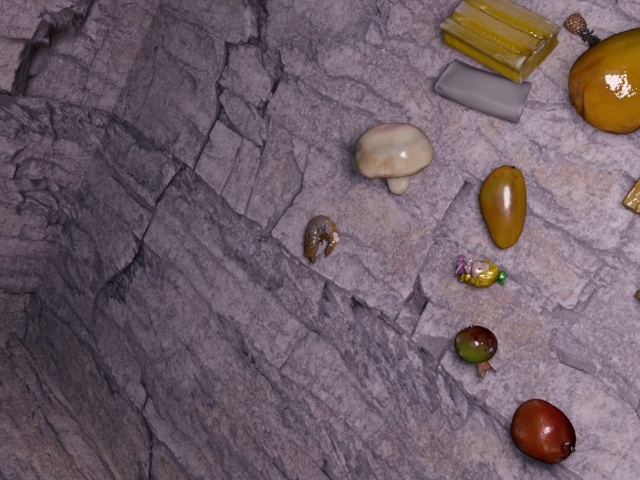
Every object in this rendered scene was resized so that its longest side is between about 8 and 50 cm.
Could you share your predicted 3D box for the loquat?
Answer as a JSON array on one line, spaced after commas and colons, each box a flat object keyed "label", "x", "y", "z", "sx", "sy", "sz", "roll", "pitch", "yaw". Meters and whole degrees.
[{"label": "loquat", "x": 0.803, "y": -0.422, "z": 1.538, "sx": 0.284, "sy": 0.276, "sz": 0.275, "roll": -41, "pitch": 65, "yaw": 35}]

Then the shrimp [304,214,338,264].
[{"label": "shrimp", "x": -0.003, "y": -0.001, "z": 2.150, "sx": 0.133, "sy": 0.052, "sz": 0.187, "roll": 10, "pitch": 88, "yaw": 33}]

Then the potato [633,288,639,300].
[{"label": "potato", "x": 0.909, "y": 0.176, "z": 1.519, "sx": 0.101, "sy": 0.089, "sz": 0.172, "roll": -43, "pitch": 63, "yaw": 20}]

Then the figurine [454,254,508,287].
[{"label": "figurine", "x": 0.495, "y": 0.109, "z": 1.810, "sx": 0.157, "sy": 0.114, "sz": 0.094, "roll": 9, "pitch": 56, "yaw": 15}]

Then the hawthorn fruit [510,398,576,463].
[{"label": "hawthorn fruit", "x": 0.620, "y": 0.532, "z": 1.615, "sx": 0.188, "sy": 0.169, "sz": 0.168, "roll": -155, "pitch": 78, "yaw": -74}]

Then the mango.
[{"label": "mango", "x": 0.549, "y": -0.100, "z": 1.769, "sx": 0.139, "sy": 0.113, "sz": 0.253, "roll": 0, "pitch": 93, "yaw": 29}]

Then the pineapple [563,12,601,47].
[{"label": "pineapple", "x": 0.767, "y": -0.604, "z": 1.712, "sx": 0.058, "sy": 0.058, "sz": 0.124, "roll": -37, "pitch": 72, "yaw": 25}]

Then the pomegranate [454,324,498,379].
[{"label": "pomegranate", "x": 0.479, "y": 0.329, "z": 1.763, "sx": 0.129, "sy": 0.129, "sz": 0.159, "roll": -45, "pitch": 71, "yaw": 21}]

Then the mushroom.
[{"label": "mushroom", "x": 0.240, "y": -0.262, "z": 1.929, "sx": 0.260, "sy": 0.254, "sz": 0.234, "roll": -132, "pitch": 26, "yaw": -60}]

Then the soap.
[{"label": "soap", "x": 0.546, "y": -0.631, "z": 1.799, "sx": 0.199, "sy": 0.091, "sz": 0.315, "roll": -45, "pitch": 60, "yaw": -9}]

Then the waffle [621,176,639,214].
[{"label": "waffle", "x": 1.013, "y": -0.134, "z": 1.492, "sx": 0.348, "sy": 0.078, "sz": 0.304, "roll": 38, "pitch": 105, "yaw": 30}]

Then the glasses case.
[{"label": "glasses case", "x": 0.517, "y": -0.470, "z": 1.844, "sx": 0.308, "sy": 0.083, "sz": 0.128, "roll": 31, "pitch": 96, "yaw": 31}]
